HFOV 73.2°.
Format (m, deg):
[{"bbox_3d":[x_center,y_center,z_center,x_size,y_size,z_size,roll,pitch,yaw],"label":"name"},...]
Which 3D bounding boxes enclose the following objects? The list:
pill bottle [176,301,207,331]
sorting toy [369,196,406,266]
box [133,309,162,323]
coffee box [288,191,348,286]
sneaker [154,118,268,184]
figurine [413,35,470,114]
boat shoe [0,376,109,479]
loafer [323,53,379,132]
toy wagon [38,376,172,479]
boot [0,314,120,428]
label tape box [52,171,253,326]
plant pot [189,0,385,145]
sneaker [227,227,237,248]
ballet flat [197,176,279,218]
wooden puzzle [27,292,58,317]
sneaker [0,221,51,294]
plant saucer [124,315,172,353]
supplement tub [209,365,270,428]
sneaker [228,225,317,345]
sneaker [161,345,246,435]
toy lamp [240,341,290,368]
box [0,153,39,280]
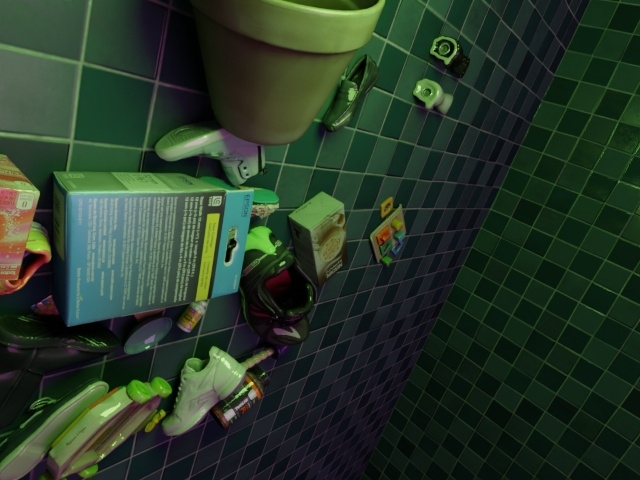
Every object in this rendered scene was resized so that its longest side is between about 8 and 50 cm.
[{"bbox_3d":[-0.321,0.185,1.083,0.083,0.043,0.043,-54,146,-6],"label":"pill bottle"},{"bbox_3d":[0.275,-0.020,1.676,0.196,0.047,0.348,-46,145,-16],"label":"sorting toy"},{"bbox_3d":[-0.365,0.075,0.957,0.164,0.021,0.201,-35,141,-30],"label":"box"},{"bbox_3d":[0.000,0.000,1.293,0.141,0.098,0.247,-38,142,-26],"label":"coffee box"},{"bbox_3d":[-0.206,-0.168,0.888,0.255,0.094,0.151,-31,132,-38],"label":"sneaker"},{"bbox_3d":[0.410,-0.524,1.410,0.209,0.092,0.215,-6,123,-55],"label":"figurine"},{"bbox_3d":[-0.563,0.377,0.898,0.254,0.079,0.095,-46,148,-12],"label":"boat shoe"},{"bbox_3d":[0.071,-0.377,1.105,0.223,0.076,0.078,-56,142,-10],"label":"loafer"},{"bbox_3d":[-0.475,0.436,1.013,0.267,0.068,0.344,-46,168,-8],"label":"toy wagon"},{"bbox_3d":[-0.538,0.248,0.814,0.207,0.094,0.246,-55,151,4],"label":"boot"},{"bbox_3d":[-0.317,0.002,0.843,0.347,0.115,0.250,-8,119,-44],"label":"label tape box"},{"bbox_3d":[-0.083,-0.339,0.768,0.323,0.323,0.281,-29,154,-36],"label":"plant pot"},{"bbox_3d":[-0.198,-0.019,1.050,0.098,0.069,0.038,-49,146,-13],"label":"sneaker"},{"bbox_3d":[-0.194,-0.086,0.997,0.240,0.091,0.077,7,134,-50],"label":"ballet flat"},{"bbox_3d":[-0.514,0.126,0.821,0.083,0.006,0.049,-39,143,-26],"label":"wooden puzzle"},{"bbox_3d":[-0.521,0.058,0.677,0.208,0.094,0.082,-45,146,-16],"label":"sneaker"},{"bbox_3d":[-0.403,0.214,1.000,0.119,0.021,0.119,-39,159,-18],"label":"plant saucer"},{"bbox_3d":[-0.254,0.486,1.359,0.197,0.106,0.106,-36,141,-29],"label":"supplement tub"},{"bbox_3d":[-0.111,0.177,1.202,0.185,0.202,0.483,-42,144,-21],"label":"sneaker"},{"bbox_3d":[-0.348,0.412,1.198,0.305,0.152,0.114,-43,-173,9],"label":"sneaker"},{"bbox_3d":[-0.209,0.376,1.357,0.274,0.080,0.080,-22,133,-38],"label":"toy lamp"},{"bbox_3d":[-0.541,-0.044,0.518,0.299,0.154,0.142,4,114,-55],"label":"box"}]
